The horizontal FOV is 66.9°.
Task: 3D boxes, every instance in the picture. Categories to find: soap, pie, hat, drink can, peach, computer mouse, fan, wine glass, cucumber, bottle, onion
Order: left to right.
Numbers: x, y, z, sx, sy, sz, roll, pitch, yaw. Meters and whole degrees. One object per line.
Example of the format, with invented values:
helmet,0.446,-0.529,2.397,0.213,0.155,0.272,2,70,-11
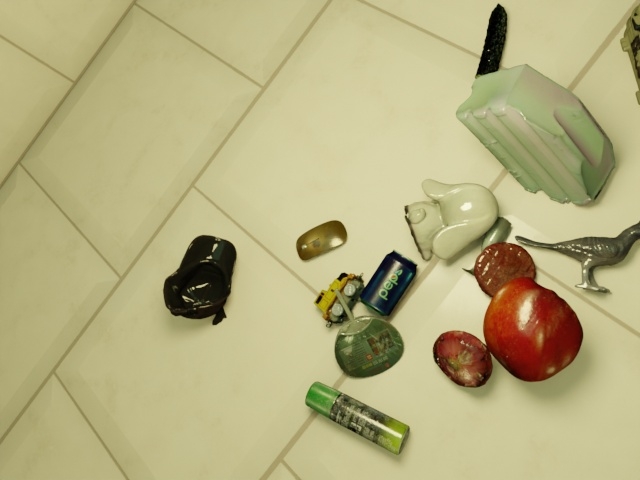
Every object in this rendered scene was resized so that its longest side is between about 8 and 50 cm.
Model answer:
hat,-0.430,0.159,1.818,0.238,0.209,0.336,20,66,5
computer mouse,0.000,-0.001,1.725,0.199,0.045,0.102,-24,67,14
bottle,0.110,0.548,1.515,0.330,0.093,0.093,20,85,25
fan,0.154,0.301,1.549,0.224,0.012,0.294,1,98,9
drink can,0.221,0.136,1.561,0.118,0.118,0.204,33,92,26
onion,0.426,0.334,1.420,0.184,0.183,0.147,33,49,26
wine glass,0.517,0.019,1.502,0.066,0.066,0.198,31,88,26
cucumber,0.586,-0.669,1.639,0.072,0.072,0.299,12,81,24
pie,0.550,0.091,1.445,0.183,0.049,0.182,0,87,1
peach,0.560,0.238,1.295,0.249,0.274,0.245,6,42,31
soap,0.629,-0.284,1.373,0.156,0.446,0.261,-58,25,-11

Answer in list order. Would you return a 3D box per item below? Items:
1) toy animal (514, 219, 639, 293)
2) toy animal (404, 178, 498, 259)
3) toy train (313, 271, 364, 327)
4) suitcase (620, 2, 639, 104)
toy animal,0.765,0.051,1.383,0.367,0.081,0.205,-11,77,27
toy animal,0.392,-0.084,1.514,0.289,0.174,0.249,-38,67,11
toy train,0.065,0.188,1.629,0.127,0.089,0.219,34,92,36
suitcase,1.059,-0.525,1.347,0.340,0.194,0.351,-9,75,13
